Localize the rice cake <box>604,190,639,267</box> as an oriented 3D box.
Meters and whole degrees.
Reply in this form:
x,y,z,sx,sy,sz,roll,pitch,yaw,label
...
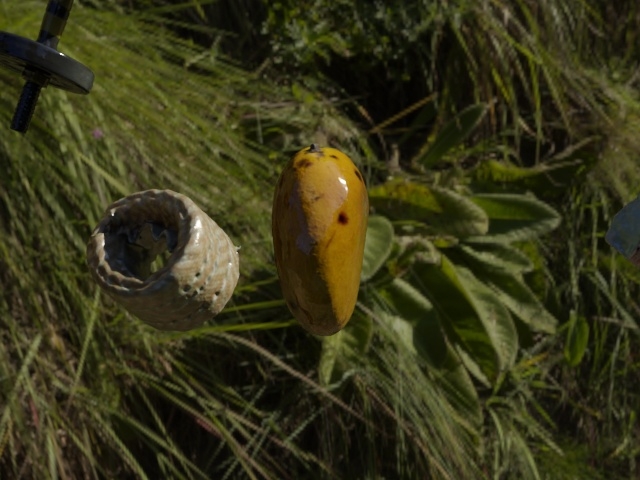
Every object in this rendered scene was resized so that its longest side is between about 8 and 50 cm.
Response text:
x,y,z,sx,sy,sz,roll,pitch,yaw,label
0.370,0.008,0.858,0.051,0.081,0.290,30,9,42,rice cake

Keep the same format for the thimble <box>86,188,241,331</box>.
x,y,z,sx,sy,sz,roll,pitch,yaw,label
-0.249,0.034,1.348,0.229,0.148,0.196,6,62,34,thimble

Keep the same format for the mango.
x,y,z,sx,sy,sz,roll,pitch,yaw,label
-0.001,-0.002,0.801,0.090,0.115,0.178,1,77,14,mango

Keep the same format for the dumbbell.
x,y,z,sx,sy,sz,roll,pitch,yaw,label
-0.338,-0.294,1.095,0.143,0.326,0.143,18,-3,1,dumbbell
